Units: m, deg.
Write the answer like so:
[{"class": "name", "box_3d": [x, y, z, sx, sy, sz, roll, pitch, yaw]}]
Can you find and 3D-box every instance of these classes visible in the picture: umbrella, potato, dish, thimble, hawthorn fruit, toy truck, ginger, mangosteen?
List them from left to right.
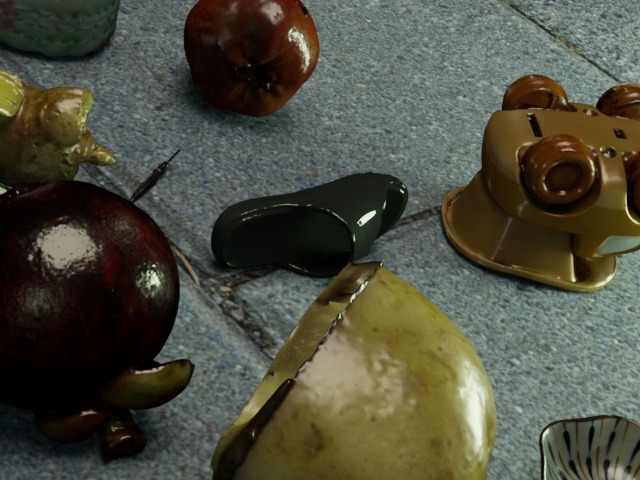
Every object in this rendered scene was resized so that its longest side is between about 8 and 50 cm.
[{"class": "ginger", "box_3d": [-0.328, -0.123, 1.407, 0.216, 0.157, 0.102, 17, 50, -14]}, {"class": "thimble", "box_3d": [-0.365, -0.343, 1.690, 0.211, 0.149, 0.185, 0, 41, -24]}, {"class": "mangosteen", "box_3d": [-0.225, 0.076, 1.156, 0.228, 0.228, 0.265, -32, 99, -48]}, {"class": "umbrella", "box_3d": [-0.199, -0.072, 1.513, 0.013, 0.022, 0.122, 45, 46, -8]}, {"class": "hawthorn fruit", "box_3d": [-0.090, -0.267, 1.691, 0.185, 0.185, 0.202, 12, 32, -9]}, {"class": "potato", "box_3d": [0.052, 0.170, 1.143, 0.242, 0.243, 0.285, 26, 30, 9]}, {"class": "toy truck", "box_3d": [0.311, -0.074, 1.587, 0.288, 0.212, 0.204, 7, 37, -11]}, {"class": "dish", "box_3d": [0.288, 0.257, 1.250, 0.190, 0.066, 0.191, 11, 36, -8]}]

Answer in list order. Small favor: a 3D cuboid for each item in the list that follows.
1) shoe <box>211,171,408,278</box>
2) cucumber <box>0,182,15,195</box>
[{"class": "shoe", "box_3d": [0.000, 0.000, 1.435, 0.241, 0.108, 0.093, -11, 45, -26]}, {"class": "cucumber", "box_3d": [-0.421, -0.061, 1.370, 0.220, 0.046, 0.070, 23, 37, 9]}]
